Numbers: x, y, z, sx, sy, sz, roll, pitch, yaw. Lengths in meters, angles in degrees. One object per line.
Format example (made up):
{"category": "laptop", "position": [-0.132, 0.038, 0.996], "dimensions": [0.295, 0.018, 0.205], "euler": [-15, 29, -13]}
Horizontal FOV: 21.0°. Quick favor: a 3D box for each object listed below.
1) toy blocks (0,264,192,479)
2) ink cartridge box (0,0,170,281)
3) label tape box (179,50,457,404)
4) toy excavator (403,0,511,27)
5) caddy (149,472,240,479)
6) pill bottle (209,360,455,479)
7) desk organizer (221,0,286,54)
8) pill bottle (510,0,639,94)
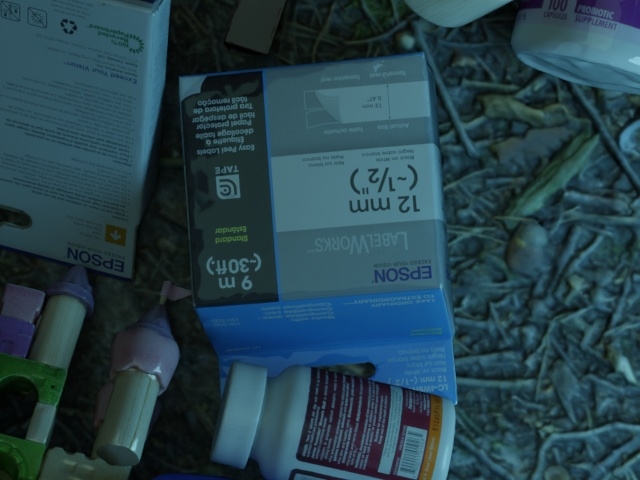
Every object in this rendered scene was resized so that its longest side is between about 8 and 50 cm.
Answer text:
{"category": "toy blocks", "position": [-0.291, 0.131, 1.722], "dimensions": [0.288, 0.309, 0.260], "euler": [14, 54, -3]}
{"category": "ink cartridge box", "position": [-0.319, -0.142, 1.743], "dimensions": [0.324, 0.071, 0.330], "euler": [15, 128, 7]}
{"category": "label tape box", "position": [0.000, 0.000, 1.721], "dimensions": [0.249, 0.115, 0.347], "euler": [-5, 84, 7]}
{"category": "toy excavator", "position": [0.089, -0.488, 1.677], "dimensions": [0.445, 0.222, 0.433], "euler": [44, 50, -20]}
{"category": "caddy", "position": [-0.071, 0.348, 1.603], "dimensions": [0.179, 0.341, 0.241], "euler": [14, 88, 26]}
{"category": "pill bottle", "position": [0.011, 0.188, 1.680], "dimensions": [0.221, 0.121, 0.121], "euler": [13, 87, -5]}
{"category": "desk organizer", "position": [-0.055, -0.254, 1.780], "dimensions": [0.050, 0.047, 0.130], "euler": [18, 88, 6]}
{"category": "pill bottle", "position": [0.300, -0.305, 1.678], "dimensions": [0.169, 0.169, 0.301], "euler": [14, 88, 8]}
